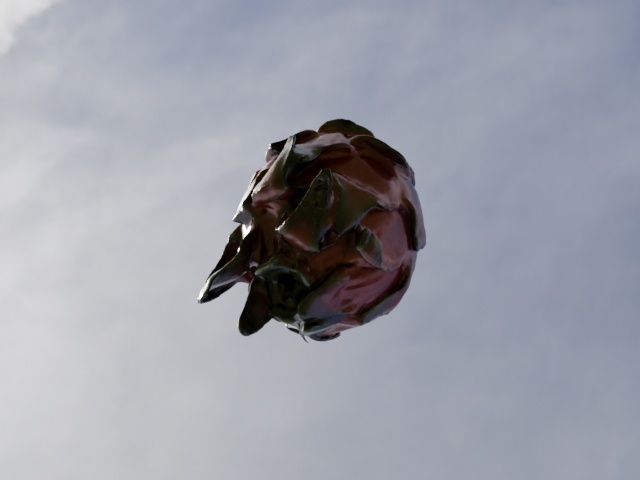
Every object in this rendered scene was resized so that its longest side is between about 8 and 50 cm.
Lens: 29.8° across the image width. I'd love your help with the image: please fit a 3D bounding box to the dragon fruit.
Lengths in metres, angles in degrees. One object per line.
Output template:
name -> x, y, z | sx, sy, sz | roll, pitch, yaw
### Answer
dragon fruit -> 0.000, 0.000, 1.127 | 0.192, 0.193, 0.274 | -24, -150, 40
